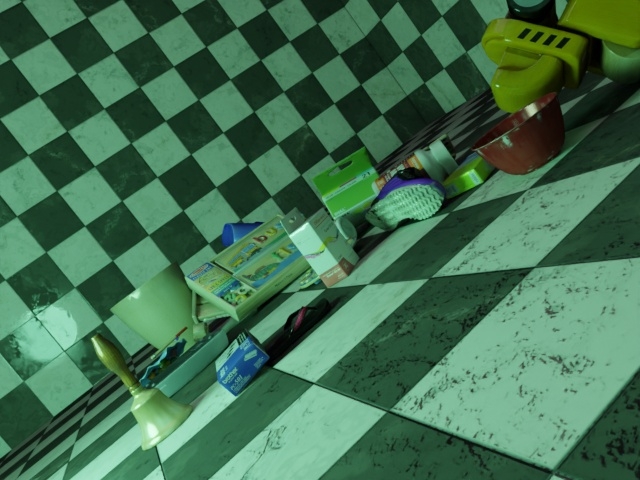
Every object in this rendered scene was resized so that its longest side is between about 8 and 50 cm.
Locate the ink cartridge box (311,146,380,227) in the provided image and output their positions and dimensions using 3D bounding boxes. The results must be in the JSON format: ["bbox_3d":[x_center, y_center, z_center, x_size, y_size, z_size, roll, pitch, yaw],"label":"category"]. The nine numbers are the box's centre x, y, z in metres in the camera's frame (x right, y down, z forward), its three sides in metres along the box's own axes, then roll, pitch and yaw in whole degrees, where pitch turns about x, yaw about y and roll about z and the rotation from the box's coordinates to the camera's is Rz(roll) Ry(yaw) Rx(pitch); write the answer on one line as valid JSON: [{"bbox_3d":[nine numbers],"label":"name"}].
[{"bbox_3d":[0.099,-0.144,1.769,0.189,0.097,0.255,-30,-25,3],"label":"ink cartridge box"}]

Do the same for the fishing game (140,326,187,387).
[{"bbox_3d":[-0.442,0.361,1.675,0.189,0.041,0.264,-42,-15,-43],"label":"fishing game"}]

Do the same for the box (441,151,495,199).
[{"bbox_3d":[0.363,-0.169,1.387,0.109,0.042,0.178,-29,10,47],"label":"box"}]

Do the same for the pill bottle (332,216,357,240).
[{"bbox_3d":[0.025,0.002,1.770,0.160,0.087,0.087,-33,7,30],"label":"pill bottle"}]

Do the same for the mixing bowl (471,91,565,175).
[{"bbox_3d":[0.392,-0.189,1.121,0.181,0.098,0.181,-36,7,5],"label":"mixing bowl"}]

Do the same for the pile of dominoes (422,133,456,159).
[{"bbox_3d":[0.294,-0.189,1.723,0.251,0.040,0.196,-35,-26,14],"label":"pile of dominoes"}]

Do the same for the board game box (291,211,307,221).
[{"bbox_3d":[-0.087,-0.009,2.207,0.144,0.142,0.275,-38,6,0],"label":"board game box"}]

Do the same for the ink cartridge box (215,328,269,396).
[{"bbox_3d":[-0.160,0.239,1.176,0.097,0.046,0.207,-48,8,-9],"label":"ink cartridge box"}]

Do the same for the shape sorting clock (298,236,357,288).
[{"bbox_3d":[0.019,0.058,1.609,0.206,0.040,0.206,-36,6,4],"label":"shape sorting clock"}]

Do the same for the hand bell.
[{"bbox_3d":[-0.383,0.289,1.191,0.126,0.242,0.126,-36,7,5],"label":"hand bell"}]

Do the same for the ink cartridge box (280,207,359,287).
[{"bbox_3d":[0.000,0.000,1.414,0.067,0.198,0.115,-34,7,27],"label":"ink cartridge box"}]

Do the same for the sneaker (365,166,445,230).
[{"bbox_3d":[0.214,-0.125,1.427,0.146,0.102,0.293,-60,15,-20],"label":"sneaker"}]

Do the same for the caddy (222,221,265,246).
[{"bbox_3d":[-0.263,0.047,2.203,0.179,0.241,0.341,3,2,-19],"label":"caddy"}]

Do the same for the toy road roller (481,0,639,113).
[{"bbox_3d":[0.482,-0.361,1.168,0.240,0.330,0.202,-66,-24,3],"label":"toy road roller"}]

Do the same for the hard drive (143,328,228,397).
[{"bbox_3d":[-0.364,0.339,1.572,0.255,0.054,0.172,-40,7,-29],"label":"hard drive"}]

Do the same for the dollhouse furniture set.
[{"bbox_3d":[-0.241,0.206,1.904,0.303,0.173,0.355,-13,36,0],"label":"dollhouse furniture set"}]

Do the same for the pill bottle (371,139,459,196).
[{"bbox_3d":[0.260,-0.171,1.603,0.221,0.121,0.121,-35,6,15],"label":"pill bottle"}]

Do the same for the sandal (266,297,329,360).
[{"bbox_3d":[-0.049,0.168,1.177,0.179,0.040,0.067,-40,6,-28],"label":"sandal"}]

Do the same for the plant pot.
[{"bbox_3d":[-0.491,0.250,1.912,0.256,0.274,0.256,-36,7,5],"label":"plant pot"}]

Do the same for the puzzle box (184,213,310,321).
[{"bbox_3d":[-0.194,0.069,1.881,0.272,0.052,0.409,24,50,40],"label":"puzzle box"}]
